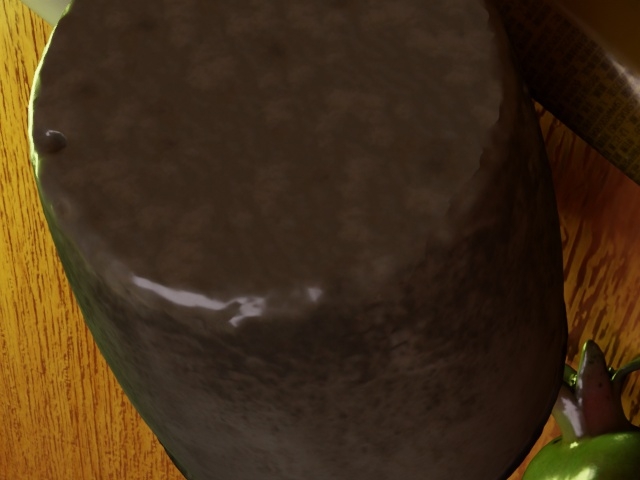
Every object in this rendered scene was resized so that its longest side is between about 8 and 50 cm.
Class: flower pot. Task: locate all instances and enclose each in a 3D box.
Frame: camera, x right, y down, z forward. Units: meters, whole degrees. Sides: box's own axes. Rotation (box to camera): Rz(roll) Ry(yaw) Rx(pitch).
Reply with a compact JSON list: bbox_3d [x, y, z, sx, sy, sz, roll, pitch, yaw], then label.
[{"bbox_3d":[0.000,0.000,0.633,0.294,0.293,0.330,34,166,18],"label":"flower pot"}]

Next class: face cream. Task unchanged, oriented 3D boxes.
[{"bbox_3d":[0.183,-0.088,0.618,0.349,0.105,0.105,42,143,10],"label":"face cream"}]

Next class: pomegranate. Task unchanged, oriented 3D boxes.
[{"bbox_3d":[0.204,0.165,0.816,0.152,0.131,0.191,-33,75,58],"label":"pomegranate"}]

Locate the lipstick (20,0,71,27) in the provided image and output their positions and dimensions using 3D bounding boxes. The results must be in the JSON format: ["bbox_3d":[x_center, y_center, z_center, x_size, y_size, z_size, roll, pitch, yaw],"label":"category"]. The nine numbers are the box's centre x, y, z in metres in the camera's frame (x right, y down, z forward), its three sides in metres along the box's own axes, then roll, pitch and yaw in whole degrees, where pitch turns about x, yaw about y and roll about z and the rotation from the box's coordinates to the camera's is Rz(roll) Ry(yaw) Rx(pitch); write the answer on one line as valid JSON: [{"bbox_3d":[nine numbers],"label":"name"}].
[{"bbox_3d":[-0.156,-0.180,0.887,0.327,0.087,0.087,39,142,13],"label":"lipstick"}]
